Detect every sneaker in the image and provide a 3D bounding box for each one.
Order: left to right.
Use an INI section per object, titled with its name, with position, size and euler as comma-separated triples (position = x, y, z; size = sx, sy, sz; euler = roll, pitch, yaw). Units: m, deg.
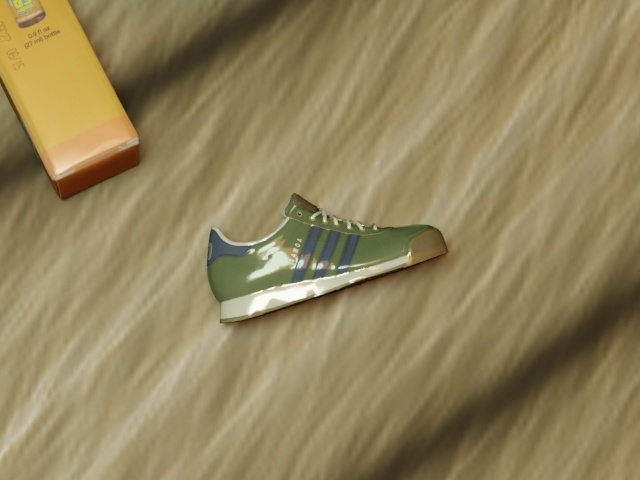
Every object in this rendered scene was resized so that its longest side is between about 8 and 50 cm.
[sneaker]
position = 0.000, 0.000, 1.202
size = 0.192, 0.064, 0.086
euler = -17, 86, -5

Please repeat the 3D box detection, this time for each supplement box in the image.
[supplement box]
position = -0.228, -0.155, 1.206
size = 0.078, 0.080, 0.233
euler = -26, 84, -10
